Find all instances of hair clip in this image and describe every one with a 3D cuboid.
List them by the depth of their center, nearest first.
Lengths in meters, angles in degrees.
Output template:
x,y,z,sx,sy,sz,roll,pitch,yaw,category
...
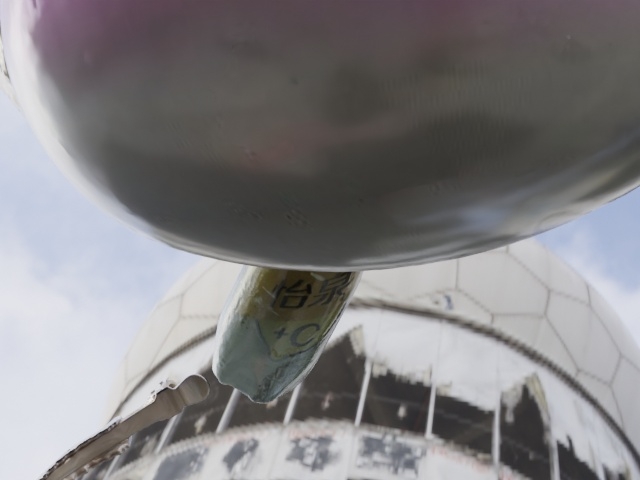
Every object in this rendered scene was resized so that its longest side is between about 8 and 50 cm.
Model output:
x,y,z,sx,sy,sz,roll,pitch,yaw,category
-0.223,0.211,1.280,0.072,0.226,0.034,-14,-74,60,hair clip

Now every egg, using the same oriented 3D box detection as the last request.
x,y,z,sx,sy,sz,roll,pitch,yaw,category
0.018,-0.081,0.445,0.271,0.196,0.196,6,-68,-2,egg

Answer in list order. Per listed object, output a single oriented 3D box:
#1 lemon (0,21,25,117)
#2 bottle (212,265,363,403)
x,y,z,sx,sy,sz,roll,pitch,yaw,category
-0.166,-0.198,1.025,0.268,0.268,0.321,-18,-116,15,lemon
0.000,0.000,0.856,0.083,0.083,0.269,27,-61,-3,bottle
